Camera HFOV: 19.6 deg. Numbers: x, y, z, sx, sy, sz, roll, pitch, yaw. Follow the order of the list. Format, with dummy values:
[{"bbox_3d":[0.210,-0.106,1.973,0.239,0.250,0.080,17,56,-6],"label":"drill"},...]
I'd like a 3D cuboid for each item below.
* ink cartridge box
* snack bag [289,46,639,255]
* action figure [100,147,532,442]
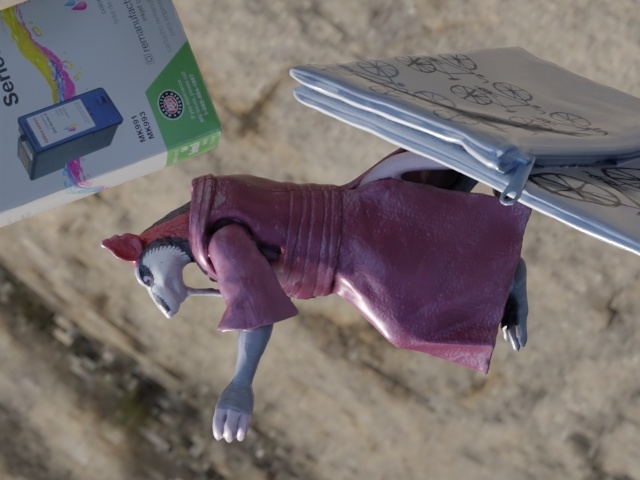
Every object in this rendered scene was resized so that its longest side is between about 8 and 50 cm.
[{"bbox_3d":[-0.204,-0.114,1.477,0.093,0.212,0.154,136,113,-83],"label":"ink cartridge box"},{"bbox_3d":[0.197,-0.061,1.274,0.342,0.323,0.037,28,111,31],"label":"snack bag"},{"bbox_3d":[0.000,0.000,1.578,0.370,0.248,0.275,4,121,-11],"label":"action figure"}]
